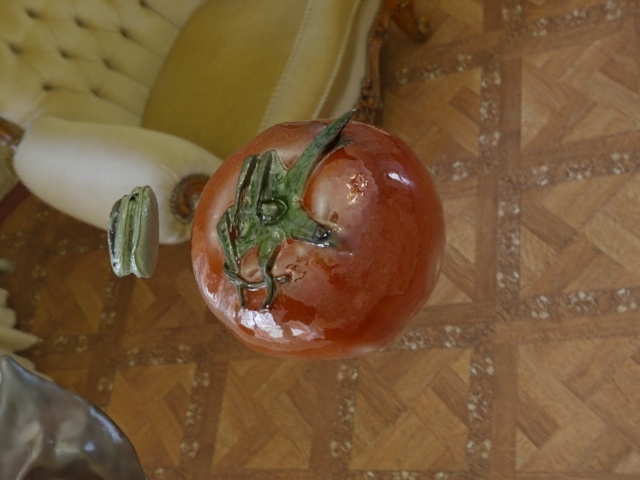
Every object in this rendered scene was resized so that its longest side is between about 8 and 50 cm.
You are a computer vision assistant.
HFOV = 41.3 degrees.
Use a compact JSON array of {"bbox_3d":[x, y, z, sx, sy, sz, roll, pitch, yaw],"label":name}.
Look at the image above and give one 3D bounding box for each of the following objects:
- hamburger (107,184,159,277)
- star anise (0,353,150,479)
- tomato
[{"bbox_3d":[-0.278,-0.010,1.274,0.063,0.140,0.133,1,31,0],"label":"hamburger"},{"bbox_3d":[-0.132,0.216,0.525,0.108,0.315,0.315,-29,50,-6],"label":"star anise"},{"bbox_3d":[0.000,0.000,0.852,0.256,0.224,0.255,-11,69,31],"label":"tomato"}]
